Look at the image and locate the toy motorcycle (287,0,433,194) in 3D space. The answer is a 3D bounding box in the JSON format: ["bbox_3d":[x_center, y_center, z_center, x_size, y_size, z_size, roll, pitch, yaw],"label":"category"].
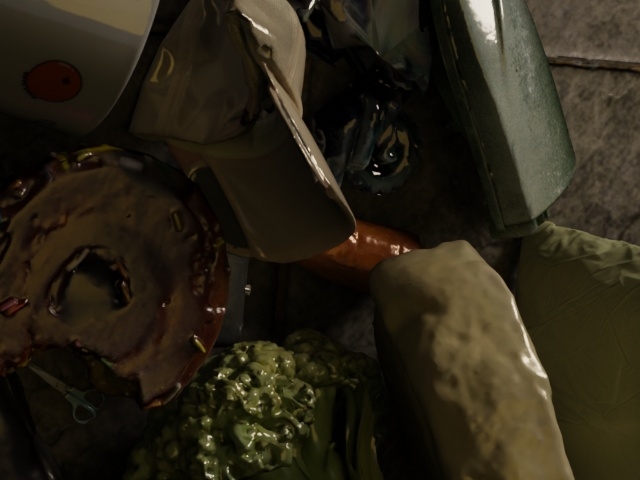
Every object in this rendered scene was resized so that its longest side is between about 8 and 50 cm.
[{"bbox_3d":[0.016,-0.169,1.489,0.159,0.106,0.270,-8,104,-24],"label":"toy motorcycle"}]

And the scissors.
[{"bbox_3d":[-0.228,0.131,1.498,0.083,0.006,0.036,39,86,-27],"label":"scissors"}]

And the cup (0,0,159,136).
[{"bbox_3d":[-0.300,-0.222,1.275,0.317,0.212,0.212,16,94,-26],"label":"cup"}]

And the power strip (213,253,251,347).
[{"bbox_3d":[-0.181,0.038,1.466,0.256,0.070,0.105,3,103,-24],"label":"power strip"}]

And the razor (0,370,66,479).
[{"bbox_3d":[-0.381,0.232,1.388,0.349,0.113,0.204,-24,113,-14],"label":"razor"}]

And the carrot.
[{"bbox_3d":[0.000,0.000,1.541,0.205,0.072,0.072,19,93,-25],"label":"carrot"}]

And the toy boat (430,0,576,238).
[{"bbox_3d":[0.153,-0.161,1.550,0.141,0.092,0.320,-51,128,-50],"label":"toy boat"}]

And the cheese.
[{"bbox_3d":[0.135,0.158,1.494,0.115,0.318,0.326,-18,99,-4],"label":"cheese"}]

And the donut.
[{"bbox_3d":[-0.190,0.026,1.367,0.230,0.096,0.216,3,99,-25],"label":"donut"}]

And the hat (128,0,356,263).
[{"bbox_3d":[-0.039,-0.107,1.411,0.226,0.219,0.164,40,56,-11],"label":"hat"}]

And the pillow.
[{"bbox_3d":[0.277,0.141,1.591,0.076,0.274,0.281,-2,103,-47],"label":"pillow"}]

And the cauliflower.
[{"bbox_3d":[-0.037,0.231,1.471,0.327,0.260,0.281,-27,79,-29],"label":"cauliflower"}]
